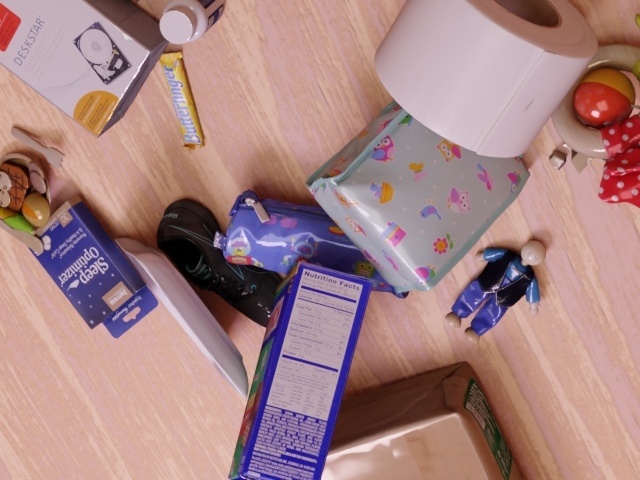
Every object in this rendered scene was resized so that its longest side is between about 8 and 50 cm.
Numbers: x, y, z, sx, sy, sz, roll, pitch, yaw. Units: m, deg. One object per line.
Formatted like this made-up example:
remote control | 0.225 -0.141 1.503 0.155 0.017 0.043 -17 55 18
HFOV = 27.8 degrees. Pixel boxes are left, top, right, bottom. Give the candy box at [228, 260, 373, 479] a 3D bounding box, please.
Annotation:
candy box | -0.035 0.209 1.898 0.122 0.268 0.317 17 77 -5

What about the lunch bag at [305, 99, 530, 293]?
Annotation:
lunch bag | 0.148 -0.089 1.827 0.223 0.262 0.160 48 164 -10

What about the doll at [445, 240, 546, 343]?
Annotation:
doll | 0.277 0.072 1.959 0.129 0.046 0.189 40 116 4

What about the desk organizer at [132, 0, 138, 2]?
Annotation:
desk organizer | -0.307 -0.403 1.878 0.130 0.047 0.050 29 125 0

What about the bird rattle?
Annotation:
bird rattle | 0.404 -0.170 1.708 0.207 0.143 0.254 18 86 37

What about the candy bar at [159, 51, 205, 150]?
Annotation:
candy bar | -0.211 -0.212 1.970 0.040 0.018 0.161 -4 116 20

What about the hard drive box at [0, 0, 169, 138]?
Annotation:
hard drive box | -0.367 -0.298 1.922 0.232 0.089 0.181 37 122 -1

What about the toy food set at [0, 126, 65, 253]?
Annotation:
toy food set | -0.486 -0.078 2.091 0.132 0.038 0.192 30 120 20

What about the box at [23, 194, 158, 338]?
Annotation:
box | -0.377 0.052 2.125 0.136 0.036 0.225 -38 92 35

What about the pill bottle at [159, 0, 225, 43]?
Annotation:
pill bottle | -0.185 -0.322 1.840 0.067 0.120 0.067 7 119 13

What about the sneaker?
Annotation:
sneaker | -0.160 0.057 2.052 0.267 0.106 0.101 43 120 -10

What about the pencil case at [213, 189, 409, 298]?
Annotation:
pencil case | 0.000 0.000 1.960 0.306 0.119 0.133 11 146 10

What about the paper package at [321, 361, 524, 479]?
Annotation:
paper package | 0.160 0.404 2.089 0.309 0.168 0.325 -21 108 18

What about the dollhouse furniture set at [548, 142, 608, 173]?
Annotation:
dollhouse furniture set | 0.374 -0.101 1.797 0.081 0.114 0.091 34 120 -8

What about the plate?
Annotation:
plate | -0.212 0.107 2.036 0.045 0.278 0.277 -39 105 -9

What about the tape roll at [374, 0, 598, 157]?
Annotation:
tape roll | 0.215 -0.250 1.686 0.246 0.246 0.169 31 121 -1
